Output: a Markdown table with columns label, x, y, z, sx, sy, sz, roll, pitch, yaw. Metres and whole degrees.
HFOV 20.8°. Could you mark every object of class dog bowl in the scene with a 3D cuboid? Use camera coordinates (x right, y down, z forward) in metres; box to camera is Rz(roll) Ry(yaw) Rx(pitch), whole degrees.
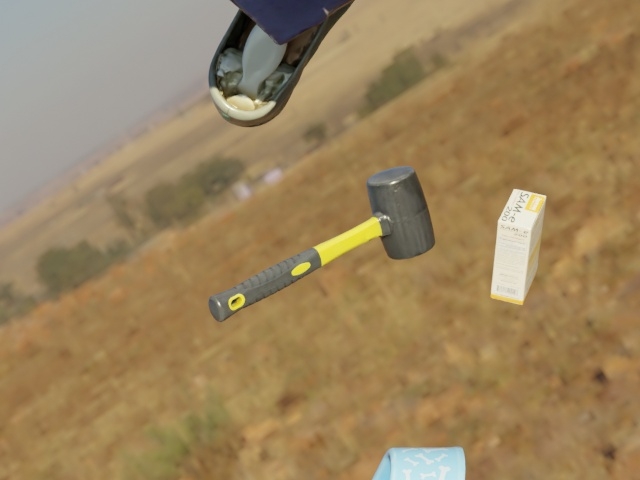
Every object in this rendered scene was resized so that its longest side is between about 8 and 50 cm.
| label | x | y | z | sx | sy | sz | roll | pitch | yaw |
| --- | --- | --- | --- | --- | --- | --- | --- | --- | --- |
| dog bowl | 0.078 | 0.314 | 1.798 | 0.297 | 0.074 | 0.166 | 110 | 171 | -57 |

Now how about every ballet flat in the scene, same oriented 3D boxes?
| label | x | y | z | sx | sy | sz | roll | pitch | yaw |
| --- | --- | --- | --- | --- | --- | --- | --- | --- | --- |
| ballet flat | -0.010 | -0.173 | 1.178 | 0.213 | 0.072 | 0.068 | -63 | -2 | 4 |

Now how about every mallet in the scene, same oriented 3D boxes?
| label | x | y | z | sx | sy | sz | roll | pitch | yaw |
| --- | --- | --- | --- | --- | --- | --- | --- | --- | --- |
| mallet | 0.000 | 0.000 | 1.179 | 0.190 | 0.062 | 0.039 | -19 | 14 | -36 |

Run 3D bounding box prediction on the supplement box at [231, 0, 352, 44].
| label | x | y | z | sx | sy | sz | roll | pitch | yaw |
| --- | --- | --- | --- | --- | --- | --- | --- | --- | --- |
| supplement box | -0.038 | -0.333 | 1.021 | 0.194 | 0.356 | 0.195 | -27 | -24 | 14 |

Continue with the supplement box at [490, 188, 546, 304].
| label | x | y | z | sx | sy | sz | roll | pitch | yaw |
| --- | --- | --- | --- | --- | --- | --- | --- | --- | --- |
| supplement box | 0.200 | 0.007 | 1.761 | 0.036 | 0.098 | 0.062 | 13 | 38 | 15 |
